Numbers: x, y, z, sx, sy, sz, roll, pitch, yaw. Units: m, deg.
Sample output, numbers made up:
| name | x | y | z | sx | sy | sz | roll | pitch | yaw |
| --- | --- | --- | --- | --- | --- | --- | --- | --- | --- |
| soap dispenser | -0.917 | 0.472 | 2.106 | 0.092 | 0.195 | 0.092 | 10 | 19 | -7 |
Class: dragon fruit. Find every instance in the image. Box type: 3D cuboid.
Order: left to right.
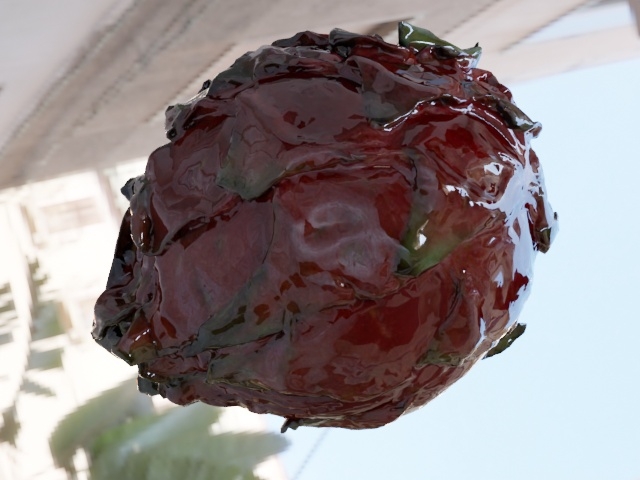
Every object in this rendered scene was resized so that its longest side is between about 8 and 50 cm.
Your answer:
| name | x | y | z | sx | sy | sz | roll | pitch | yaw |
| --- | --- | --- | --- | --- | --- | --- | --- | --- | --- |
| dragon fruit | 0.000 | 0.000 | 0.883 | 0.244 | 0.298 | 0.244 | 57 | 9 | -14 |
